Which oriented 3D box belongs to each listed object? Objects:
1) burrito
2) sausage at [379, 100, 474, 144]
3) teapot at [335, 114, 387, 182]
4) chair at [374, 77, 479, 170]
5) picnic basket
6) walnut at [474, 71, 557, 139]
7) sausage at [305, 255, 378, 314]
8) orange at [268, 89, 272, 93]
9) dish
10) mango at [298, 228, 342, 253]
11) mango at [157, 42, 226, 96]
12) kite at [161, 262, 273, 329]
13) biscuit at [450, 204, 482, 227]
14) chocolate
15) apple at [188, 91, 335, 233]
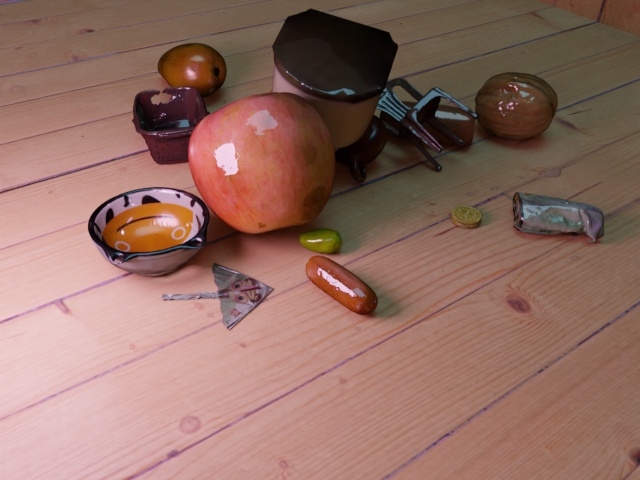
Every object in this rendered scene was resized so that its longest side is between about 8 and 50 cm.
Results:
[{"bbox_3d":[0.627,-0.067,1.796,0.228,0.089,0.144,6,39,6],"label":"burrito"},{"bbox_3d":[0.335,-0.371,2.147,0.304,0.121,0.121,8,37,8],"label":"sausage"},{"bbox_3d":[0.119,-0.267,1.995,0.178,0.135,0.252,-18,49,28],"label":"teapot"},{"bbox_3d":[0.277,-0.377,1.996,0.326,0.183,0.175,43,79,15],"label":"chair"},{"bbox_3d":[-0.439,-0.334,2.016,0.222,0.129,0.297,-8,37,-13],"label":"picnic basket"},{"bbox_3d":[0.622,-0.434,2.186,0.261,0.225,0.225,15,38,23],"label":"walnut"},{"bbox_3d":[0.047,0.100,1.525,0.076,0.076,0.197,-27,48,-35],"label":"sausage"},{"bbox_3d":[-0.062,-0.406,2.111,0.234,0.182,0.234,-9,26,5],"label":"orange"},{"bbox_3d":[-0.389,-0.004,1.581,0.303,0.120,0.303,1,37,-1],"label":"dish"},{"bbox_3d":[0.000,0.000,1.668,0.108,0.056,0.073,5,31,6],"label":"mango"},{"bbox_3d":[-0.445,-0.589,2.332,0.211,0.173,0.317,-25,33,-25],"label":"mango"},{"bbox_3d":[-0.228,0.121,1.525,0.250,0.012,0.229,-6,37,-11],"label":"kite"},{"bbox_3d":[0.390,-0.064,1.817,0.084,0.023,0.084,2,37,-2],"label":"biscuit"},{"bbox_3d":[0.012,-0.415,1.873,0.314,0.297,0.326,17,57,0],"label":"chocolate"},{"bbox_3d":[-0.134,-0.180,1.656,0.363,0.364,0.364,3,37,-2],"label":"apple"}]
